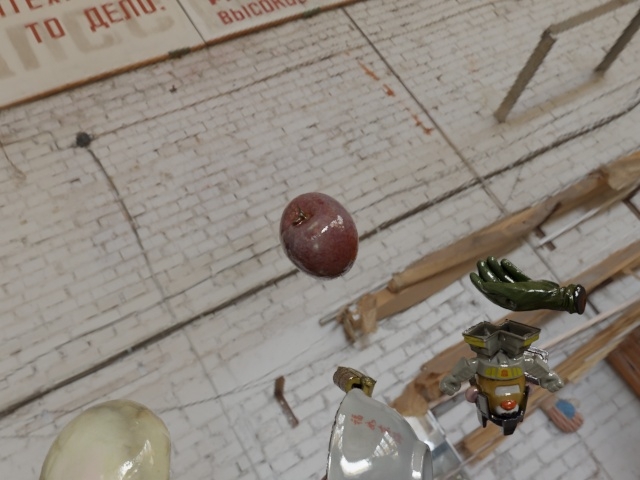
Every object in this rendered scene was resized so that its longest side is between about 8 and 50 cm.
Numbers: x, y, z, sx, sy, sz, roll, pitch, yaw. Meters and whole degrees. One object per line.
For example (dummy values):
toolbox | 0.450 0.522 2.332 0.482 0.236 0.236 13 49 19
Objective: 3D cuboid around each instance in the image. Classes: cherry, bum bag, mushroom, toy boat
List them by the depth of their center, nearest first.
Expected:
mushroom | -0.452 0.524 1.242 0.315 0.315 0.356 -12 -63 -45
toy boat | 0.084 0.387 1.622 0.088 0.068 0.226 16 -4 -17
bum bag | 0.557 0.340 1.665 0.026 0.159 0.109 80 -152 -66
cherry | 0.000 0.000 1.702 0.221 0.261 0.307 -22 -46 1

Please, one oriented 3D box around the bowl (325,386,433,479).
bowl | 0.135 0.471 1.163 0.157 0.345 0.345 -3 -12 20

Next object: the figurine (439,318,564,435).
figurine | 0.465 0.349 1.512 0.308 0.308 0.143 -46 -1 30

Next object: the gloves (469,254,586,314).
gloves | 0.475 0.116 1.372 0.135 0.268 0.107 -9 -67 -51

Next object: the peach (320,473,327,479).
peach | 0.023 0.716 1.610 0.152 0.152 0.152 -29 -21 -12
